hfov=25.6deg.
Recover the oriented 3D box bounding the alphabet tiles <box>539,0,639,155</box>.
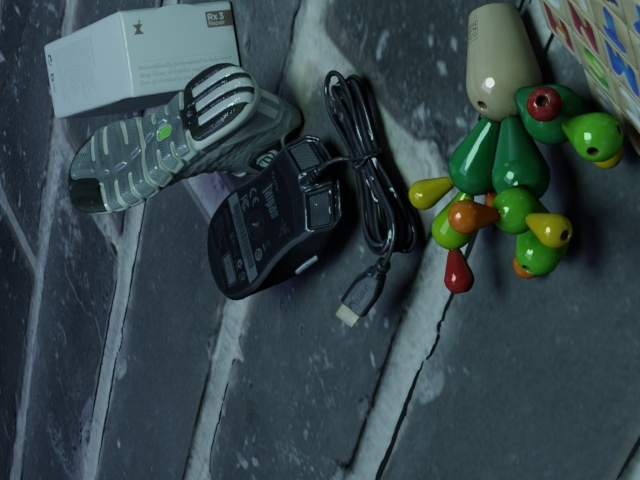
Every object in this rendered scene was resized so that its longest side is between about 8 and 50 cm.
[{"bbox_3d":[0.175,-0.080,0.755,0.237,0.009,0.198,57,-179,35],"label":"alphabet tiles"}]

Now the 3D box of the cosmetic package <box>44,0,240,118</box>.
[{"bbox_3d":[-0.179,-0.174,1.387,0.231,0.117,0.086,1,101,63],"label":"cosmetic package"}]

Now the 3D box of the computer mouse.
[{"bbox_3d":[0.000,0.000,1.180,0.262,0.060,0.184,-47,54,43],"label":"computer mouse"}]

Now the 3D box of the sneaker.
[{"bbox_3d":[-0.110,-0.070,1.260,0.228,0.132,0.086,-24,63,34],"label":"sneaker"}]

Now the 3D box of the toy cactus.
[{"bbox_3d":[0.114,-0.062,0.909,0.219,0.112,0.181,122,143,-70],"label":"toy cactus"}]
